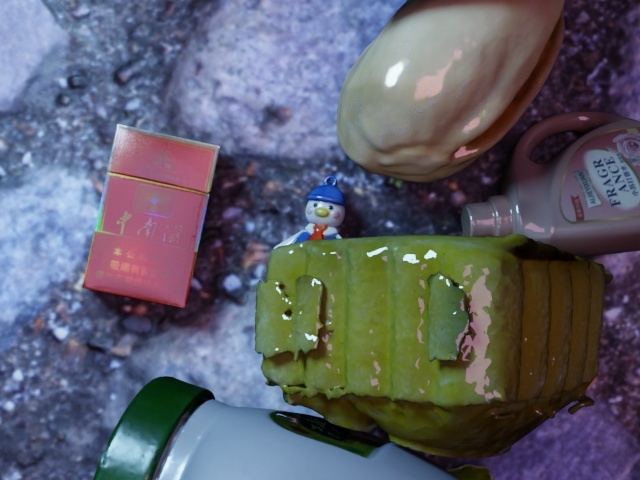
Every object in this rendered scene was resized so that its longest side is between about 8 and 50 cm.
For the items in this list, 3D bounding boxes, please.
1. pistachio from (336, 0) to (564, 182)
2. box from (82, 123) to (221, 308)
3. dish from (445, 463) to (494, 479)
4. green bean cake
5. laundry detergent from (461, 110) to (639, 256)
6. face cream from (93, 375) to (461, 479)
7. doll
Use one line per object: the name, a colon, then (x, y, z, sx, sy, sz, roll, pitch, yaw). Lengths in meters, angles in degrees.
pistachio: (0.137, -0.188, 1.094, 0.187, 0.187, 0.299, 41, 77, -6)
box: (-0.176, -0.024, 1.103, 0.112, 0.048, 0.175, 11, 88, -8)
dish: (0.155, 0.312, 1.156, 0.091, 0.039, 0.137, -15, 93, -13)
green bean cake: (0.115, 0.105, 1.045, 0.310, 0.285, 0.202, 8, 82, -51)
laundry detergent: (0.264, -0.062, 1.143, 0.237, 0.076, 0.171, -5, 61, -7)
face cream: (-0.022, 0.279, 0.993, 0.357, 0.312, 0.219, 16, 91, 11)
doll: (0.000, 0.000, 1.128, 0.098, 0.057, 0.143, 10, 83, 13)
